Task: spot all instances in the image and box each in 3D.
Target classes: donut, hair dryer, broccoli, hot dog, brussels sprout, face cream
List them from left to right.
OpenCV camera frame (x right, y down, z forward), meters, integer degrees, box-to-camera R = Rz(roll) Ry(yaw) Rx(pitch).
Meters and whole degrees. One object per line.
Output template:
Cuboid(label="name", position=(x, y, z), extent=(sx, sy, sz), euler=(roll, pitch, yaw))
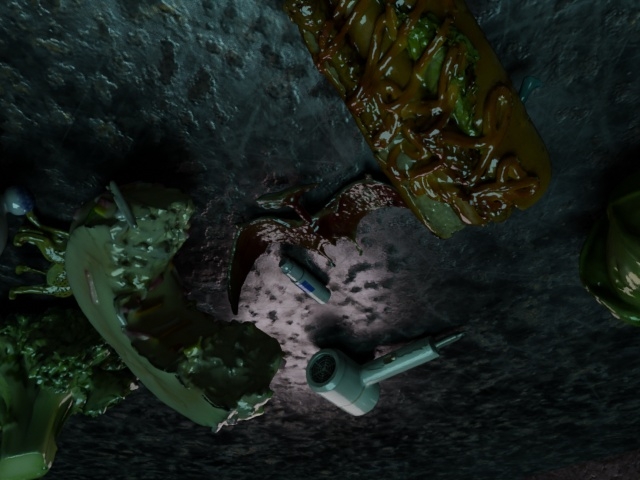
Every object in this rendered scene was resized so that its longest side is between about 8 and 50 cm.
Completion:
Cuboid(label="broccoli", position=(-0.525, 0.266, 0.933), extent=(0.338, 0.317, 0.277), euler=(-27, 136, -31))
Cuboid(label="donut", position=(-0.220, 0.097, 0.721), extent=(0.307, 0.150, 0.371), euler=(-17, 108, 45))
Cuboid(label="face cream", position=(-0.030, 0.070, 0.874), extent=(0.034, 0.034, 0.130), euler=(-23, 135, 24))
Cuboid(label="hair dryer", position=(0.154, 0.262, 1.078), extent=(0.357, 0.108, 0.173), euler=(-30, 133, 18))
Cuboid(label="hot dog", position=(0.101, -0.147, 0.489), extent=(0.158, 0.117, 0.349), euler=(-25, 113, 28))
Cuboid(label="brussels sprout", position=(0.508, 0.000, 0.661), extent=(0.294, 0.227, 0.259), euler=(-26, 149, 16))

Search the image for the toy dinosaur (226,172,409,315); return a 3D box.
Cuboid(label="toy dinosaur", position=(0.009, 0.002, 0.737), extent=(0.326, 0.113, 0.207), euler=(-5, 144, 0))

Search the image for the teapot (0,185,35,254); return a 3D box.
Cuboid(label="teapot", position=(-0.507, -0.022, 0.605), extent=(0.279, 0.253, 0.424), euler=(-17, 168, -26))

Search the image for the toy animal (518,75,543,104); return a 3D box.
Cuboid(label="toy animal", position=(0.199, -0.121, 0.625), extent=(0.103, 0.100, 0.208), euler=(-27, 149, -33))

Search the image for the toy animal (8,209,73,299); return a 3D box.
Cuboid(label="toy animal", position=(-0.423, 0.030, 0.806), extent=(0.136, 0.073, 0.182), euler=(10, 127, -25))
